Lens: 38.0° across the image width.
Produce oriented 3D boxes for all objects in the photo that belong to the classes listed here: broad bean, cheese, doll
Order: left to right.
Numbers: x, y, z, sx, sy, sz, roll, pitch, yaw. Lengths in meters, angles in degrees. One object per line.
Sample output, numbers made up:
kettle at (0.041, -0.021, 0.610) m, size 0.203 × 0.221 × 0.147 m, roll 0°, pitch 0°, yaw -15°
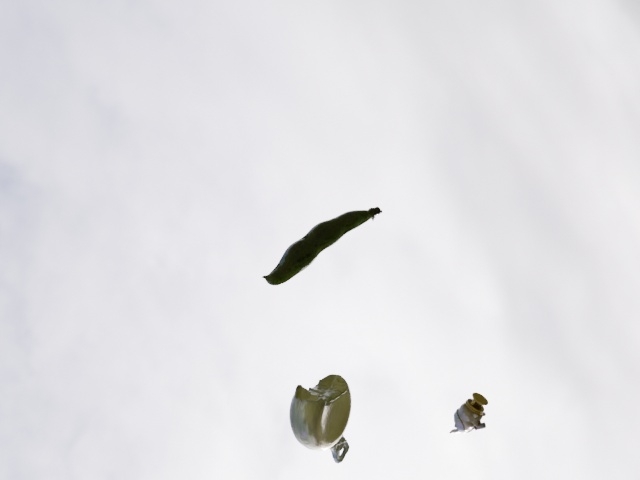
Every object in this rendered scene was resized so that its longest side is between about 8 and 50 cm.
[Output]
broad bean at (-0.001, -0.001, 1.843) m, size 0.297 × 0.043 × 0.060 m, roll -35°, pitch -103°, yaw -25°
cheese at (0.006, 0.387, 1.896) m, size 0.163 × 0.070 × 0.249 m, roll -39°, pitch -47°, yaw -46°
doll at (0.377, 0.450, 2.331) m, size 0.084 × 0.127 × 0.073 m, roll 38°, pitch -158°, yaw 23°
